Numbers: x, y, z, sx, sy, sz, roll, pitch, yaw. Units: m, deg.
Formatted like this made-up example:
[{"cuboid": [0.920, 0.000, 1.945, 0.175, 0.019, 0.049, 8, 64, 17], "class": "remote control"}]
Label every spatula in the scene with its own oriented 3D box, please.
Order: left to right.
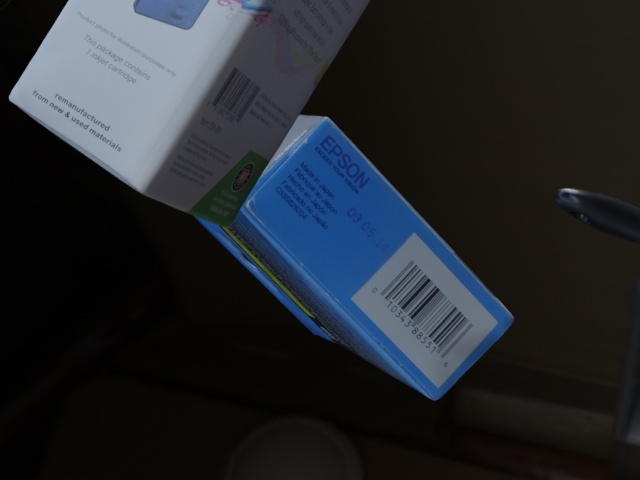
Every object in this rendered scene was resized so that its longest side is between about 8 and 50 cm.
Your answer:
[{"cuboid": [0.266, 0.029, 0.841, 0.030, 0.296, 0.084, -65, 20, -7], "class": "spatula"}]

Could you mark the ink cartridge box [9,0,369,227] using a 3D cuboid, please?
[{"cuboid": [-0.048, -0.126, 0.715, 0.212, 0.093, 0.154, -56, -14, 2], "class": "ink cartridge box"}]

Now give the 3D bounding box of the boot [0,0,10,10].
[{"cuboid": [-0.459, -0.342, 1.403, 0.094, 0.246, 0.207, -48, 52, 46], "class": "boot"}]

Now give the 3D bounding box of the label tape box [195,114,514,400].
[{"cuboid": [0.000, 0.000, 1.206, 0.106, 0.240, 0.334, -46, 17, -8], "class": "label tape box"}]
